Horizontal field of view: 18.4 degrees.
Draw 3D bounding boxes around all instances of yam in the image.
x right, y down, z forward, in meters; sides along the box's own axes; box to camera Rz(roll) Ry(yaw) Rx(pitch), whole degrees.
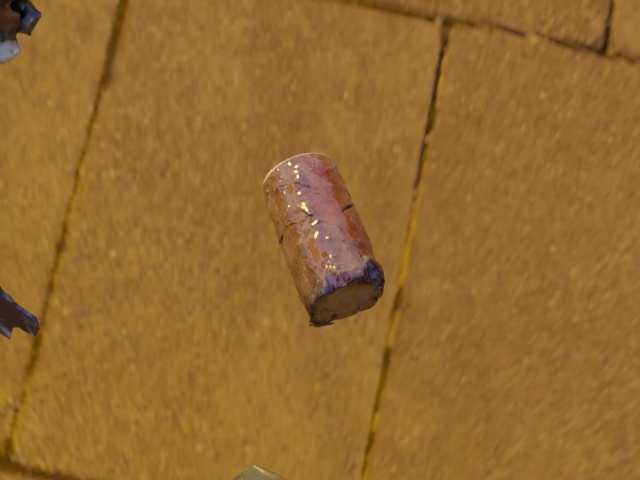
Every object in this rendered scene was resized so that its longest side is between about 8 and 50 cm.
[{"bbox_3d":[0.002,0.000,1.703,0.079,0.079,0.141,-18,58,-9],"label":"yam"}]

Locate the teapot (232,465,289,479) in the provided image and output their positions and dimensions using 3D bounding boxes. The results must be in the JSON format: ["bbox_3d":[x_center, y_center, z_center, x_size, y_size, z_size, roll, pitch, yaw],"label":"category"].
[{"bbox_3d":[-0.013,0.176,1.262,0.043,0.110,0.043,-8,103,-39],"label":"teapot"}]

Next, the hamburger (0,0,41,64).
[{"bbox_3d":[-0.320,-0.218,1.511,0.207,0.155,0.135,26,64,41],"label":"hamburger"}]

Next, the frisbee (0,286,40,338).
[{"bbox_3d":[-0.197,-0.020,0.944,0.211,0.187,0.012,-2,42,38],"label":"frisbee"}]
